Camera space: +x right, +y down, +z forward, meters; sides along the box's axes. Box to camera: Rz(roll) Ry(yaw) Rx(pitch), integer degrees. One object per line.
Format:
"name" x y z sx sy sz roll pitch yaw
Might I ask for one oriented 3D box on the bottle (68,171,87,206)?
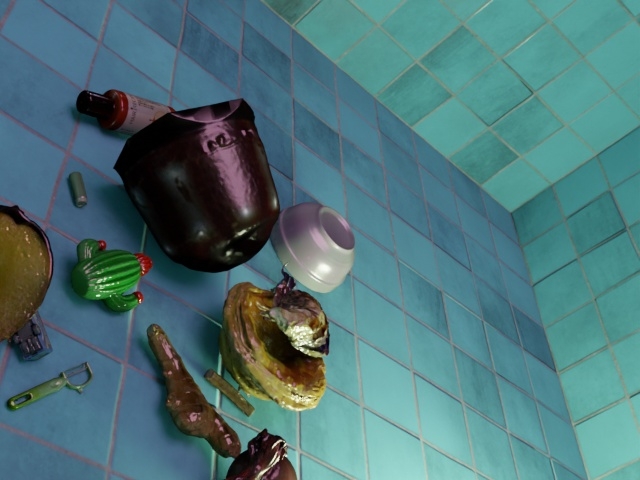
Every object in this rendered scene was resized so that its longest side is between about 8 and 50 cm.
"bottle" -0.556 -0.117 1.953 0.030 0.030 0.083 14 48 -50

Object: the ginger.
"ginger" -0.285 0.327 1.807 0.148 0.081 0.333 -3 56 -58

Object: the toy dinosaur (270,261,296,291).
"toy dinosaur" -0.100 0.134 2.296 0.045 0.080 0.197 35 33 -25

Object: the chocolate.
"chocolate" -0.266 -0.099 2.032 0.384 0.384 0.331 -3 62 -57

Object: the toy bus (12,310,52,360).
"toy bus" -0.561 0.153 1.616 0.153 0.051 0.061 63 0 19

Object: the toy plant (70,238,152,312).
"toy plant" -0.444 0.081 1.846 0.240 0.088 0.154 28 48 -56

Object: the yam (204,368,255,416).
"yam" -0.207 0.349 1.949 0.145 0.032 0.032 46 29 -15

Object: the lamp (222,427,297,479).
"lamp" -0.137 0.498 1.740 0.215 0.151 0.223 -56 136 -39

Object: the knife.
"knife" -0.503 0.283 1.601 0.212 0.015 0.054 -20 82 -61

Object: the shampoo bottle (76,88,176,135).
"shampoo bottle" -0.501 -0.326 2.191 0.278 0.104 0.104 10 50 -51

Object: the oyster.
"oyster" -0.038 0.185 2.028 0.275 0.100 0.271 40 10 -28

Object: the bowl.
"bowl" 0.000 0.000 2.529 0.287 0.144 0.287 37 32 -28

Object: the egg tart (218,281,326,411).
"egg tart" -0.131 0.266 2.033 0.352 0.150 0.352 43 26 -28

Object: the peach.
"peach" -0.594 0.073 1.581 0.189 0.068 0.279 7 77 -5
